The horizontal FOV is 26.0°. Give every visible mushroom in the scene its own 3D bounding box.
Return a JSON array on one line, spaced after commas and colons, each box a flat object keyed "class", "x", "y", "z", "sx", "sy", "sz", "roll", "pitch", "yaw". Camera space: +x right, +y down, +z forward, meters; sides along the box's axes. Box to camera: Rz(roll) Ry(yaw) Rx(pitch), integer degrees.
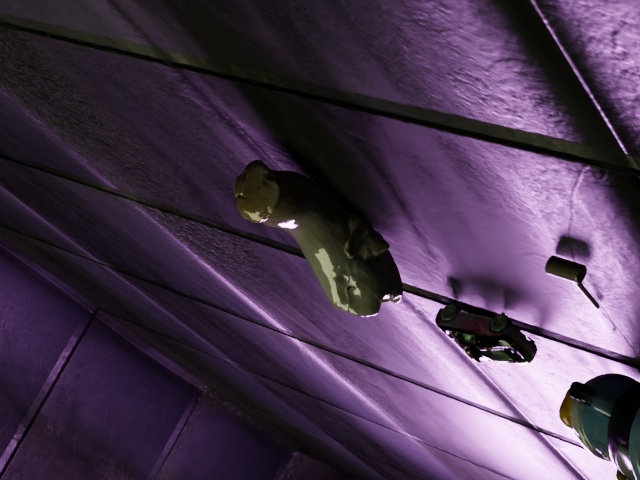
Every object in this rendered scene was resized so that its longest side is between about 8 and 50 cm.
[{"class": "mushroom", "x": 0.002, "y": -0.002, "z": 1.513, "sx": 0.099, "sy": 0.096, "sz": 0.278, "roll": 13, "pitch": 156, "yaw": 44}]

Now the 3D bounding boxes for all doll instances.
[{"class": "doll", "x": 0.373, "y": 0.216, "z": 1.469, "sx": 0.177, "sy": 0.141, "sz": 0.314, "roll": 33, "pitch": 171, "yaw": -20}]

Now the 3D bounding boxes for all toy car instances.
[{"class": "toy car", "x": 0.192, "y": 0.116, "z": 1.640, "sx": 0.142, "sy": 0.055, "sz": 0.069, "roll": 10, "pitch": 154, "yaw": 50}]

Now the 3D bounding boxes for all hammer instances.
[{"class": "hammer", "x": 0.253, "y": 0.044, "z": 1.347, "sx": 0.035, "sy": 0.019, "sz": 0.110, "roll": 19, "pitch": 169, "yaw": 34}]
